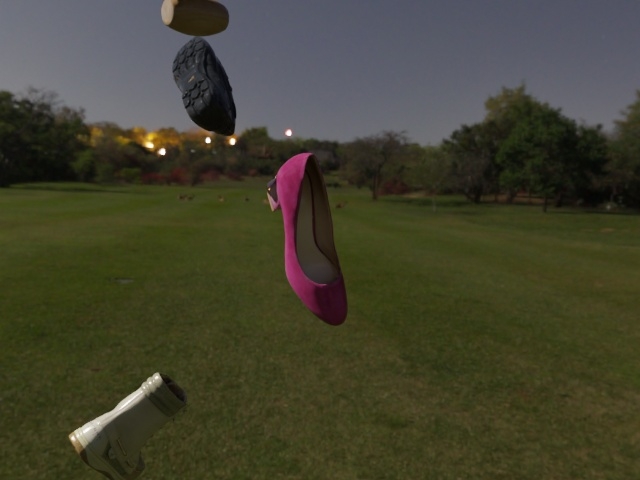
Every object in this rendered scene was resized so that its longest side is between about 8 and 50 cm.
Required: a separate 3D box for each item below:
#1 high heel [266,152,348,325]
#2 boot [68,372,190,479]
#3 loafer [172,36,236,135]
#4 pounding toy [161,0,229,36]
[{"bbox_3d":[0.000,0.000,0.842,0.082,0.244,0.117,-13,-9,-32],"label":"high heel"},{"bbox_3d":[-0.281,0.300,0.948,0.077,0.165,0.213,43,-19,26],"label":"boot"},{"bbox_3d":[-0.180,-0.242,0.932,0.076,0.223,0.078,-34,-42,15],"label":"loafer"},{"bbox_3d":[-0.179,-0.309,0.512,0.155,0.269,0.154,-6,13,42],"label":"pounding toy"}]
